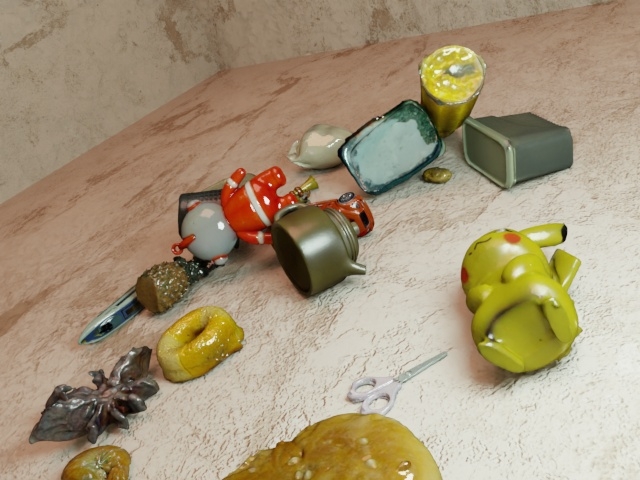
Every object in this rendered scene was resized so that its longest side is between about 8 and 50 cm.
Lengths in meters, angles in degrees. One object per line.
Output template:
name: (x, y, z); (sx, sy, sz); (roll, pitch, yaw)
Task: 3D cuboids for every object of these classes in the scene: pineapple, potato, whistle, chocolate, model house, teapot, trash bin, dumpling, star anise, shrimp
pineapple: (-0.340, 0.084, 1.610); (0.125, 0.125, 0.251); (1, 24, 36)
potato: (0.306, -0.173, 1.695); (0.083, 0.040, 0.051); (8, 44, 45)
whistle: (-0.053, -0.138, 1.894); (0.109, 0.057, 0.046); (-40, -13, -17)
chocolate: (0.333, -0.370, 1.739); (0.162, 0.162, 0.445); (-18, -8, 4)
model house: (0.223, -0.245, 1.784); (0.253, 0.184, 0.291); (-36, -10, 18)
teapot: (0.000, 0.000, 1.419); (0.175, 0.185, 0.267); (-25, 52, -22)
trash bin: (-0.292, -0.063, 1.690); (0.161, 0.175, 0.175); (-1, 25, -11)
dumpling: (0.012, -0.300, 2.027); (0.250, 0.132, 0.162); (-15, 31, 10)
star anise: (-0.435, 0.305, 1.249); (0.258, 0.110, 0.198); (-21, 26, -16)
shrimp: (-0.368, 0.404, 1.087); (0.115, 0.051, 0.217); (-31, 27, -24)

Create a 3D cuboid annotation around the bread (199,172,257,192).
bread: (-0.275, -0.125, 1.969); (0.236, 0.070, 0.236); (-16, 28, 9)

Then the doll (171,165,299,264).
doll: (-0.216, -0.047, 1.558); (0.336, 0.199, 0.105); (-29, -1, 9)

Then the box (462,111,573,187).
box: (0.486, -0.236, 1.609); (0.178, 0.138, 0.274); (-13, 27, -6)

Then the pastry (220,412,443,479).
pastry: (0.006, 0.359, 0.768); (0.316, 0.184, 0.284); (-28, 22, -13)

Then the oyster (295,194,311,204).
oyster: (-0.126, -0.086, 1.736); (0.214, 0.083, 0.223); (-3, -6, 17)

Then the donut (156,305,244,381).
donut: (-0.258, 0.207, 1.344); (0.190, 0.074, 0.174); (-32, 30, -20)

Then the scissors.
scissors: (0.138, 0.235, 1.095); (0.189, 0.015, 0.100); (-25, 29, -15)

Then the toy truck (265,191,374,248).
toy truck: (-0.001, -0.031, 1.572); (0.253, 0.107, 0.114); (-7, 38, 29)

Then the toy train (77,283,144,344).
toy train: (-0.487, 0.177, 1.581); (0.048, 0.055, 0.252); (12, 41, 32)

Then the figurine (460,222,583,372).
figurine: (0.334, 0.076, 1.080); (0.218, 0.169, 0.326); (-36, 28, 21)
